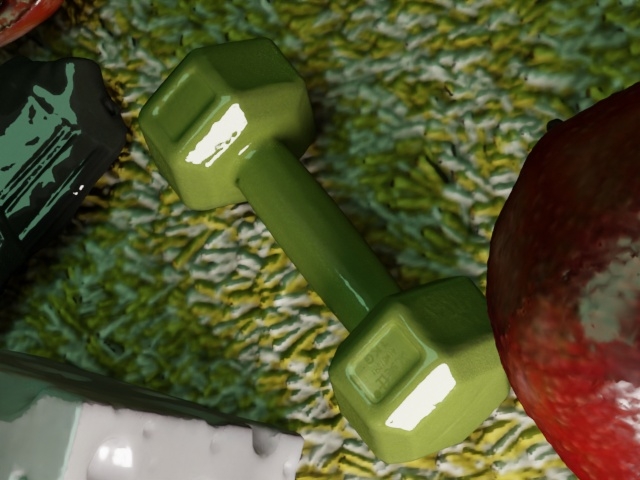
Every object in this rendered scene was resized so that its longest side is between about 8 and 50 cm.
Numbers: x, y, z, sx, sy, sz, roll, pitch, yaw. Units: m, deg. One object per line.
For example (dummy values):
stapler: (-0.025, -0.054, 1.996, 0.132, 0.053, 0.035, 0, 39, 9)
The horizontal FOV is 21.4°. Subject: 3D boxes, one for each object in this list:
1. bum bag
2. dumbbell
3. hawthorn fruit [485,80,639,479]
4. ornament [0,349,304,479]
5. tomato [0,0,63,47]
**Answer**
bum bag: (-0.268, -0.009, 1.252, 0.142, 0.080, 0.326, 45, 104, 26)
dumbbell: (0.000, 0.000, 1.070, 0.121, 0.108, 0.302, -46, 61, 16)
hawthorn fruit: (0.186, 0.003, 0.908, 0.230, 0.210, 0.266, -49, 46, 21)
ornament: (-0.193, 0.199, 1.071, 0.240, 0.239, 0.239, 12, 87, 32)
tomato: (-0.258, -0.214, 1.283, 0.174, 0.082, 0.166, -23, 76, 21)
